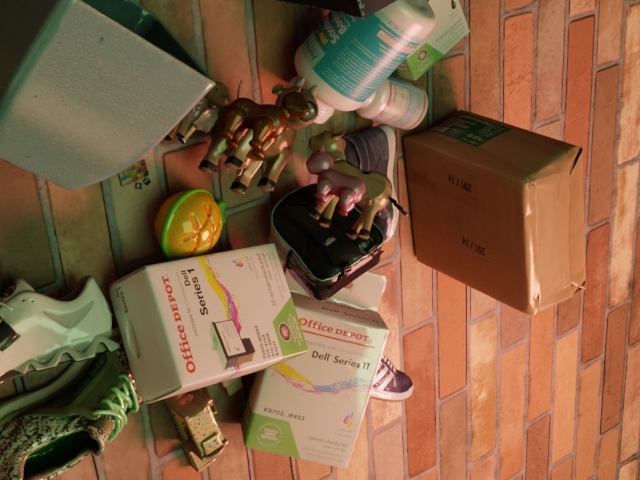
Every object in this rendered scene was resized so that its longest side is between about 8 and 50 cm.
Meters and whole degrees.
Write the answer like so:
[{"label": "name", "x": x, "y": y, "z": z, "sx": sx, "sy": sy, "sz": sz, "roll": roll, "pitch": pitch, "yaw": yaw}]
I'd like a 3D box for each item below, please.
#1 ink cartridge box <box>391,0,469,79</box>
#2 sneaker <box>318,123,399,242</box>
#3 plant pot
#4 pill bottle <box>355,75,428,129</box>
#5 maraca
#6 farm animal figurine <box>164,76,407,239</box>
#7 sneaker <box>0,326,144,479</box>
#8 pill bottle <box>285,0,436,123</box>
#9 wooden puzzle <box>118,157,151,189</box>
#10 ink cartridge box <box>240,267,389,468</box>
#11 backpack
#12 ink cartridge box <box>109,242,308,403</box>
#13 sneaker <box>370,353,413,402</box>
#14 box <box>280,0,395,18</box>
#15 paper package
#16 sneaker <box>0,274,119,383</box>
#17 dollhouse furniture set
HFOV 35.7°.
[{"label": "ink cartridge box", "x": 0.155, "y": -0.425, "z": 1.774, "sx": 0.160, "sy": 0.092, "sz": 0.219, "roll": -44, "pitch": 130, "yaw": -18}, {"label": "sneaker", "x": 0.067, "y": -0.092, "z": 1.833, "sx": 0.163, "sy": 0.086, "sz": 0.226, "roll": -18, "pitch": 109, "yaw": -46}, {"label": "plant pot", "x": -0.347, "y": -0.221, "z": 1.356, "sx": 0.248, "sy": 0.247, "sz": 0.252, "roll": 28, "pitch": 106, "yaw": -43}, {"label": "pill bottle", "x": 0.114, "y": -0.259, "z": 1.813, "sx": 0.160, "sy": 0.087, "sz": 0.087, "roll": 10, "pitch": 101, "yaw": -41}, {"label": "maraca", "x": -0.208, "y": -0.024, "z": 1.643, "sx": 0.127, "sy": 0.099, "sz": 0.186, "roll": -66, "pitch": 159, "yaw": 5}, {"label": "farm animal figurine", "x": -0.053, "y": -0.158, "z": 1.567, "sx": 0.330, "sy": 0.327, "sz": 0.172, "roll": 41, "pitch": 69, "yaw": -43}, {"label": "sneaker", "x": -0.356, "y": 0.283, "z": 1.583, "sx": 0.410, "sy": 0.182, "sz": 0.158, "roll": -34, "pitch": 126, "yaw": -25}, {"label": "pill bottle", "x": 0.056, "y": -0.317, "z": 1.654, "sx": 0.146, "sy": 0.146, "sz": 0.264, "roll": 18, "pitch": 127, "yaw": -42}, {"label": "wooden puzzle", "x": -0.301, "y": -0.116, "z": 1.583, "sx": 0.049, "sy": 0.006, "sz": 0.083, "roll": -28, "pitch": 124, "yaw": -28}, {"label": "ink cartridge box", "x": -0.004, "y": 0.220, "z": 1.835, "sx": 0.207, "sy": 0.119, "sz": 0.353, "roll": 14, "pitch": 100, "yaw": -9}, {"label": "backpack", "x": 0.000, "y": 0.000, "z": 1.764, "sx": 0.166, "sy": 0.188, "sz": 0.144, "roll": -36, "pitch": 163, "yaw": -21}, {"label": "ink cartridge box", "x": -0.180, "y": 0.130, "z": 1.630, "sx": 0.278, "sy": 0.117, "sz": 0.201, "roll": -10, "pitch": 79, "yaw": -45}, {"label": "sneaker", "x": 0.103, "y": 0.231, "z": 1.999, "sx": 0.282, "sy": 0.099, "sz": 0.153, "roll": 15, "pitch": 100, "yaw": -39}, {"label": "box", "x": 0.073, "y": -0.507, "z": 1.523, "sx": 0.343, "sy": 0.312, "sz": 0.179, "roll": -35, "pitch": 126, "yaw": -25}, {"label": "paper package", "x": 0.338, "y": -0.062, "z": 1.918, "sx": 0.168, "sy": 0.325, "sz": 0.309, "roll": -26, "pitch": 123, "yaw": -29}, {"label": "sneaker", "x": -0.475, "y": 0.136, "z": 1.486, "sx": 0.330, "sy": 0.122, "sz": 0.146, "roll": -16, "pitch": 99, "yaw": -33}, {"label": "dollhouse furniture set", "x": -0.174, "y": 0.324, "z": 1.806, "sx": 0.161, "sy": 0.101, "sz": 0.182, "roll": -34, "pitch": 126, "yaw": -24}]
